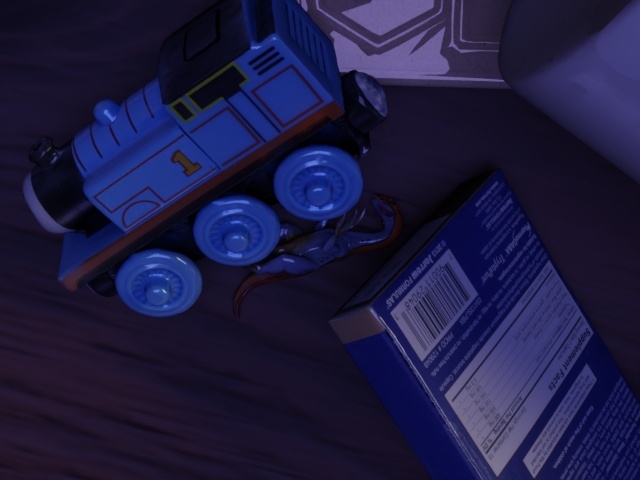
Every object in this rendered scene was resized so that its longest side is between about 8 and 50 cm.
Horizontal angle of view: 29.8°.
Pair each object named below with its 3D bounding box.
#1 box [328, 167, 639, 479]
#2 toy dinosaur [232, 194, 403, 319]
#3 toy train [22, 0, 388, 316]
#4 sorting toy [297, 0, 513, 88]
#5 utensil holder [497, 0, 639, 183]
[{"bbox_3d":[0.107,0.091,0.605,0.036,0.136,0.225,-24,104,45],"label":"box"},{"bbox_3d":[0.000,0.000,0.637,0.082,0.047,0.090,6,135,-11],"label":"toy dinosaur"},{"bbox_3d":[-0.059,-0.040,0.576,0.184,0.080,0.105,-31,124,20],"label":"toy train"},{"bbox_3d":[0.067,-0.173,0.596,0.208,0.038,0.193,1,102,-6],"label":"sorting toy"},{"bbox_3d":[0.311,-0.083,0.458,0.385,0.327,0.327,33,99,-8],"label":"utensil holder"}]
